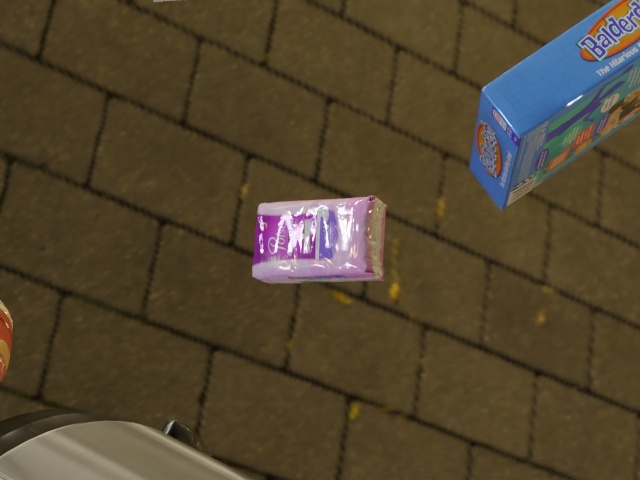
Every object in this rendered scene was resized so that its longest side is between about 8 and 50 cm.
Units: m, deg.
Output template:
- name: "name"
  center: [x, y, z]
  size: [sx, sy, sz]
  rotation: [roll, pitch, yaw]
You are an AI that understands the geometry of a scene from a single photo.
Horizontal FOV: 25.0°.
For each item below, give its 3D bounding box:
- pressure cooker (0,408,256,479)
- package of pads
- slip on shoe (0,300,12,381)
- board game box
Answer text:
- name: "pressure cooker"
  center: [-0.155, 0.324, 1.091]
  size: [0.370, 0.420, 0.375]
  rotation: [35, 77, -50]
- name: "package of pads"
  center: [0.000, 0.000, 0.887]
  size: [0.032, 0.083, 0.050]
  rotation: [24, 67, -59]
- name: "slip on shoe"
  center: [-0.490, 0.120, 1.539]
  size: [0.331, 0.123, 0.101]
  rotation: [-2, 39, -23]
- name: "board game box"
  center: [0.206, -0.119, 1.034]
  size: [0.210, 0.160, 0.047]
  rotation: [-34, 75, -8]
